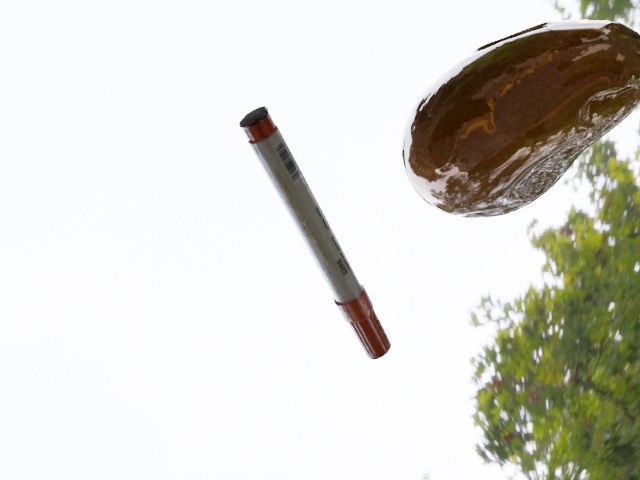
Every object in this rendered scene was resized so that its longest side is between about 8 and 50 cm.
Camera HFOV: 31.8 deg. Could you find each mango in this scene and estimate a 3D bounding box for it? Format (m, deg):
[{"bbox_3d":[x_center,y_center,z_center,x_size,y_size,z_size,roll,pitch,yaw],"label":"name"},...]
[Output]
[{"bbox_3d":[0.100,-0.069,0.600,0.105,0.159,0.084,-21,-107,-34],"label":"mango"}]

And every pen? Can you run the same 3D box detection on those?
[{"bbox_3d":[0.000,0.000,0.874,0.028,0.239,0.028,-21,-150,13],"label":"pen"}]
